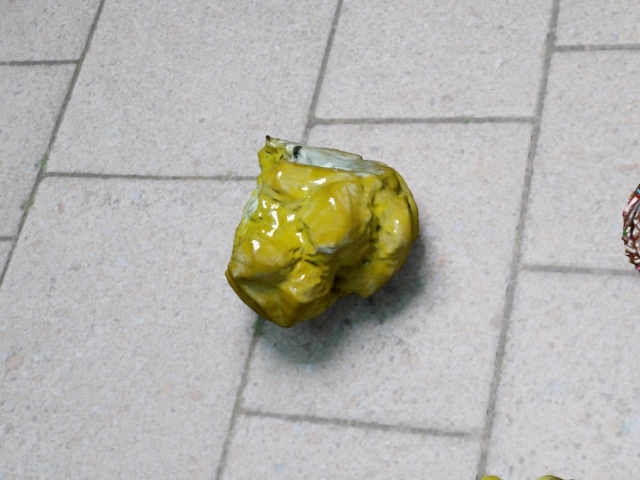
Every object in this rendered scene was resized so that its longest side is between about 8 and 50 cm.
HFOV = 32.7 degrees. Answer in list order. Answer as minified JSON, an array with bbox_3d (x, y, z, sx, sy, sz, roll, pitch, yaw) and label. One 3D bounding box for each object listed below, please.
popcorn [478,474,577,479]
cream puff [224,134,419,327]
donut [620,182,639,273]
[{"bbox_3d":[0.251,0.403,1.332,0.255,0.195,0.256,-36,35,-4],"label":"popcorn"},{"bbox_3d":[0.005,-0.001,1.637,0.274,0.323,0.270,10,106,-3],"label":"cream puff"},{"bbox_3d":[0.535,-0.015,1.503,0.230,0.096,0.216,-6,59,20],"label":"donut"}]
